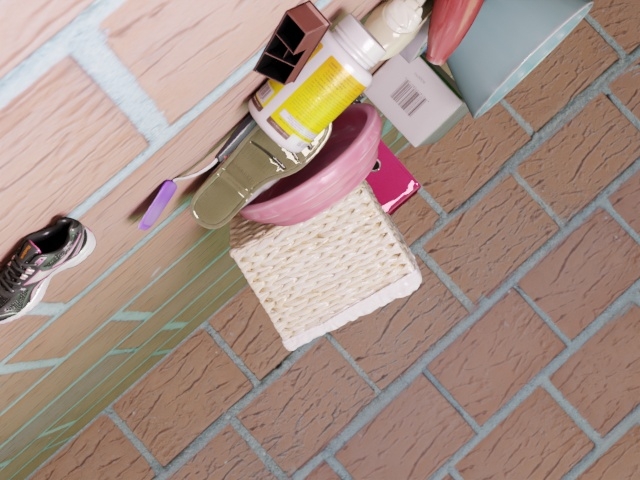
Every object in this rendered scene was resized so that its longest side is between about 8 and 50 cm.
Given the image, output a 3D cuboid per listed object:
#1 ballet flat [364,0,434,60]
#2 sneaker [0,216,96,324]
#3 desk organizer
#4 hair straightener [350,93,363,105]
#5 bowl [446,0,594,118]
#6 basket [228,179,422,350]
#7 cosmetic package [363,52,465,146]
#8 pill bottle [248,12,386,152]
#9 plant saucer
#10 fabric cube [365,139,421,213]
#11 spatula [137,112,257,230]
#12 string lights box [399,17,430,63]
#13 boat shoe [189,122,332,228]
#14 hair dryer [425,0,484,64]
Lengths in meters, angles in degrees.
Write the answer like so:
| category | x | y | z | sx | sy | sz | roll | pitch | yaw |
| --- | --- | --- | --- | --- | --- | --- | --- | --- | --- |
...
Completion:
| category | x | y | z | sx | sy | sz | roll | pitch | yaw |
| --- | --- | --- | --- | --- | --- | --- | --- | --- | --- |
| ballet flat | 0.157 | -0.403 | 1.299 | 0.248 | 0.086 | 0.086 | -49 | 180 | -27 |
| sneaker | -0.384 | 0.029 | 1.003 | 0.178 | 0.072 | 0.077 | -49 | 166 | -19 |
| desk organizer | -0.042 | -0.271 | 1.070 | 0.050 | 0.047 | 0.130 | -36 | 173 | -38 |
| hair straightener | 0.082 | -0.295 | 1.749 | 0.089 | 0.047 | 0.230 | -55 | 178 | 15 |
| bowl | 0.364 | -0.406 | 1.500 | 0.311 | 0.163 | 0.311 | -42 | 175 | -4 |
| basket | 0.000 | 0.000 | 1.650 | 0.332 | 0.266 | 0.328 | -27 | -155 | 6 |
| cosmetic package | 0.249 | -0.350 | 1.865 | 0.155 | 0.197 | 0.365 | -44 | 177 | 19 |
| pill bottle | -0.003 | -0.246 | 1.184 | 0.215 | 0.117 | 0.117 | -43 | 176 | 16 |
| plant saucer | -0.015 | -0.138 | 1.479 | 0.332 | 0.084 | 0.332 | -31 | -157 | 14 |
| fabric cube | 0.095 | -0.151 | 2.112 | 0.258 | 0.254 | 0.259 | -40 | 176 | 2 |
| spatula | -0.194 | -0.126 | 1.268 | 0.296 | 0.030 | 0.084 | -42 | 177 | -2 |
| string lights box | 0.254 | -0.471 | 1.488 | 0.260 | 0.076 | 0.133 | -40 | 174 | -23 |
| boat shoe | -0.112 | -0.146 | 1.372 | 0.302 | 0.113 | 0.103 | -36 | -163 | 9 |
| hair dryer | 0.266 | -0.434 | 1.303 | 0.293 | 0.080 | 0.224 | -60 | 163 | 2 |
